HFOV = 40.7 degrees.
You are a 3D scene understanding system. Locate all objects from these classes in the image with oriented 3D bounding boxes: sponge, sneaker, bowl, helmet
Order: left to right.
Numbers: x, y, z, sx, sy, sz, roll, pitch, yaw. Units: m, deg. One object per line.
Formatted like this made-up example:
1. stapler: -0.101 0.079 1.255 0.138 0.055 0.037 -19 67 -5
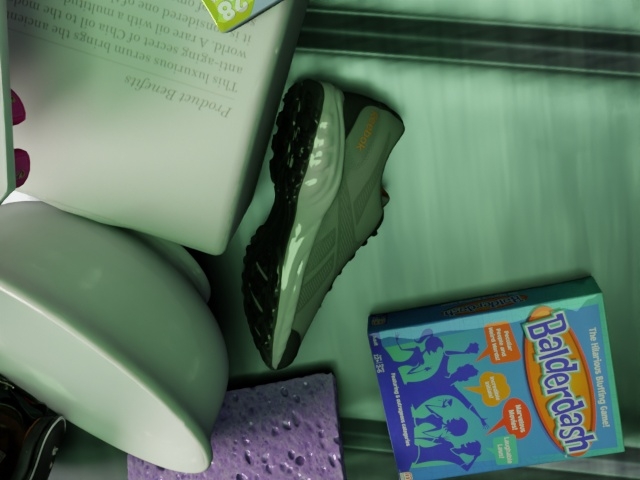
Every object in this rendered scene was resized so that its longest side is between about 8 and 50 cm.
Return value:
1. helmet: -0.329 0.206 0.783 0.169 0.161 0.169 17 138 16
2. bowl: -0.187 0.060 0.733 0.298 0.298 0.134 36 63 -5
3. sponge: -0.081 0.202 0.816 0.210 0.031 0.117 -12 66 9
4. sneaker: 0.000 0.000 0.750 0.108 0.100 0.271 5 117 -25

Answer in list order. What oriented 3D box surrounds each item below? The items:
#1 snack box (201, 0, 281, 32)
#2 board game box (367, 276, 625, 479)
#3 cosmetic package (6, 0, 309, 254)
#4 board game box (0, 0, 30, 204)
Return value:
1. snack box: -0.038 -0.260 0.522 0.174 0.070 0.207 -30 105 11
2. board game box: 0.161 0.131 0.797 0.210 0.047 0.160 -12 105 8
3. cosmetic package: -0.111 -0.245 0.652 0.230 0.161 0.453 18 107 -1
4. board game box: -0.374 -0.229 0.560 0.390 0.050 0.390 5 104 12
